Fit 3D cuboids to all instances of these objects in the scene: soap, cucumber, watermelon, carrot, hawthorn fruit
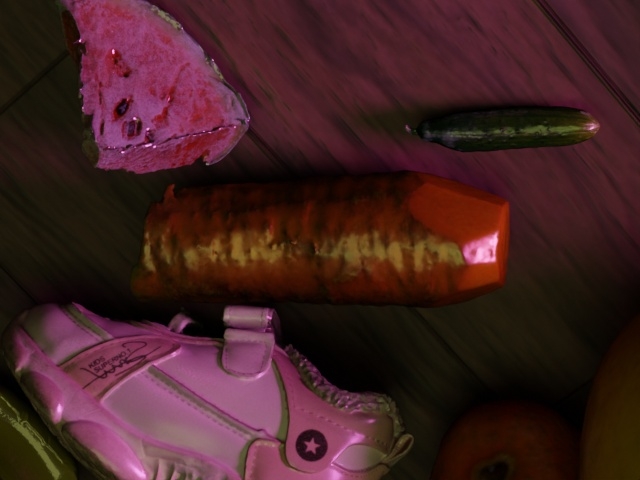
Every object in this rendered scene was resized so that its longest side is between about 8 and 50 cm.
[{"bbox_3d":[-0.269,0.179,1.537,0.089,0.045,0.140,-30,105,41],"label":"soap"},{"bbox_3d":[0.145,-0.090,1.398,0.155,0.037,0.037,-2,111,6],"label":"cucumber"},{"bbox_3d":[-0.157,-0.112,1.383,0.187,0.139,0.071,40,144,-10],"label":"watermelon"},{"bbox_3d":[0.000,0.000,1.412,0.301,0.114,0.114,0,112,9],"label":"carrot"},{"bbox_3d":[0.157,0.251,1.398,0.165,0.285,0.165,4,122,6],"label":"hawthorn fruit"}]

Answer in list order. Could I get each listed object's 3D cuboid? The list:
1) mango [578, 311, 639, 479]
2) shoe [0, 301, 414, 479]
[{"bbox_3d":[0.361,0.235,1.383,0.301,0.220,0.445,-28,110,-24],"label":"mango"},{"bbox_3d":[-0.094,0.143,1.461,0.351,0.172,0.198,37,75,11],"label":"shoe"}]
